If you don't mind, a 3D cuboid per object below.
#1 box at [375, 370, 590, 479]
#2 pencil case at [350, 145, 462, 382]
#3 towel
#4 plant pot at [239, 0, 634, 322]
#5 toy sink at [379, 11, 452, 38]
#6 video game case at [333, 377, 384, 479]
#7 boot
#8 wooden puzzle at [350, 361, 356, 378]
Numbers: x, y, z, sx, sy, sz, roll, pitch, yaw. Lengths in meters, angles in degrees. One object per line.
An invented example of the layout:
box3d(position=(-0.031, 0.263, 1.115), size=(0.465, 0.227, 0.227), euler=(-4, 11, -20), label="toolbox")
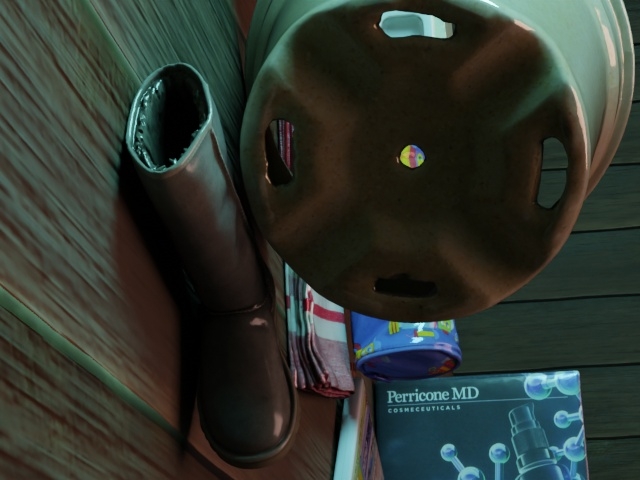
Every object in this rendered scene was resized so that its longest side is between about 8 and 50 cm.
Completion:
box3d(position=(0.239, 0.403, 1.695), size=(0.212, 0.293, 0.396), euler=(61, 26, -68), label="box")
box3d(position=(0.083, 0.021, 1.410), size=(0.119, 0.133, 0.306), euler=(22, 50, -41), label="pencil case")
box3d(position=(0.000, 0.000, 1.261), size=(0.237, 0.037, 0.329), euler=(42, 44, -77), label="towel")
box3d(position=(0.076, -0.092, 0.880), size=(0.305, 0.333, 0.334), euler=(-65, 149, -70), label="plant pot")
box3d(position=(0.100, -0.254, 1.610), size=(0.234, 0.152, 0.131), euler=(-28, 113, -78), label="toy sink")
box3d(position=(0.044, 0.303, 1.395), size=(0.212, 0.023, 0.193), euler=(-80, 163, -48), label="video game case")
box3d(position=(-0.066, 0.020, 0.762), size=(0.209, 0.076, 0.190), euler=(84, -7, -50), label="boot")
box3d(position=(0.036, 0.175, 1.468), size=(0.083, 0.006, 0.049), euler=(40, 46, -76), label="wooden puzzle")
